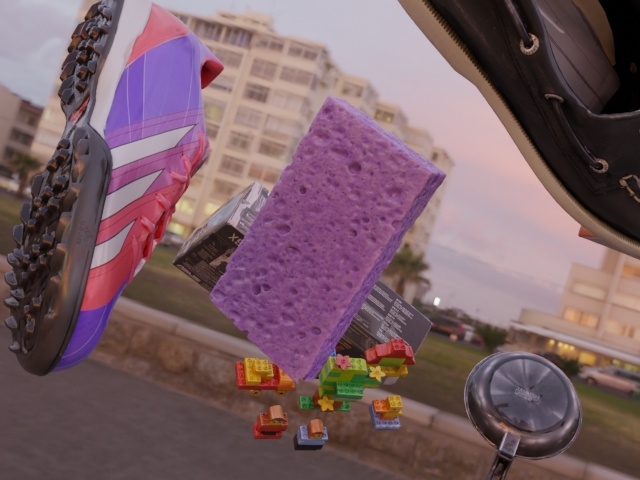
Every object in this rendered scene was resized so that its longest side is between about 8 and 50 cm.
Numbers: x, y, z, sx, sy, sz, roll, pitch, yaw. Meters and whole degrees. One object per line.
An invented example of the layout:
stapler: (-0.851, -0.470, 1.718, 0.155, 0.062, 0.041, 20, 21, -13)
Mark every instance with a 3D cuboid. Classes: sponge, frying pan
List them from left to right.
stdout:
sponge: (0.000, 0.000, 0.728, 0.117, 0.210, 0.031, 39, 18, 25)
frying pan: (0.289, 0.296, 1.422, 0.197, 0.326, 0.053, 43, -30, 22)

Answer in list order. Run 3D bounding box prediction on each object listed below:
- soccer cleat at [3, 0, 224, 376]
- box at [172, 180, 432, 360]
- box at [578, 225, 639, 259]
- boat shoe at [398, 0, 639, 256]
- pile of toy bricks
soccer cleat: (-0.132, -0.046, 0.616, 0.116, 0.318, 0.109, 27, -43, -31)
box: (-0.034, 0.070, 1.219, 0.307, 0.076, 0.242, 38, -27, -11)
box: (0.472, -0.071, 0.976, 0.168, 0.214, 0.345, 19, -3, -13)
boat shoe: (0.190, -0.107, 0.560, 0.340, 0.127, 0.113, 46, -26, -17)
pile of toy bricks: (0.019, 0.161, 1.001, 0.212, 0.118, 0.105, 4, -41, -20)
